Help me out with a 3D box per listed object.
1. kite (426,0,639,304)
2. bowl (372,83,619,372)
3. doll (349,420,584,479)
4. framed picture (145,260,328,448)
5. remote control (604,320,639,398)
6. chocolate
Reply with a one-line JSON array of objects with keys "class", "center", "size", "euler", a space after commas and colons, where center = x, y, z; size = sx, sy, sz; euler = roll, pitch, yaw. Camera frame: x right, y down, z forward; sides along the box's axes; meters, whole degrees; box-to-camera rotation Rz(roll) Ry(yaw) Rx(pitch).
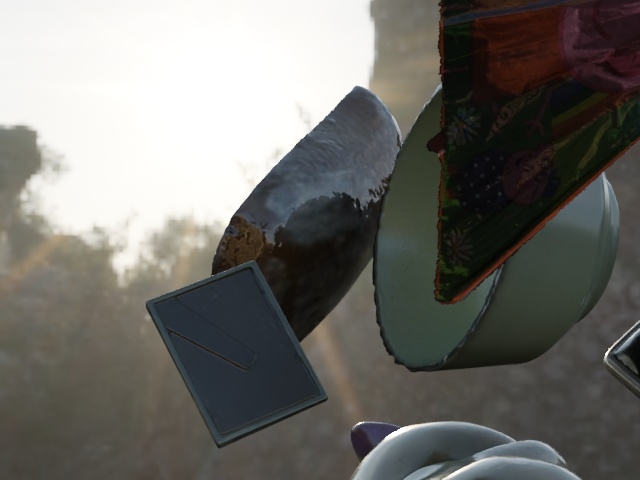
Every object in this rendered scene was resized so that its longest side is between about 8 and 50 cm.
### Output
[{"class": "kite", "center": [0.110, -0.117, 0.610], "size": [0.233, 0.321, 0.016], "euler": [-3, 25, -2]}, {"class": "bowl", "center": [0.128, -0.005, 1.028], "size": [0.112, 0.211, 0.211], "euler": [10, -7, -20]}, {"class": "doll", "center": [0.127, 0.266, 1.239], "size": [0.226, 0.215, 0.370], "euler": [-21, 9, 4]}, {"class": "framed picture", "center": [-0.044, 0.058, 0.784], "size": [0.066, 0.089, 0.007], "euler": [-22, -23, -19]}, {"class": "remote control", "center": [0.266, 0.110, 0.962], "size": [0.029, 0.067, 0.261], "euler": [49, -1, -29]}, {"class": "chocolate", "center": [0.001, 0.002, 1.143], "size": [0.080, 0.157, 0.254], "euler": [25, 37, 13]}]
